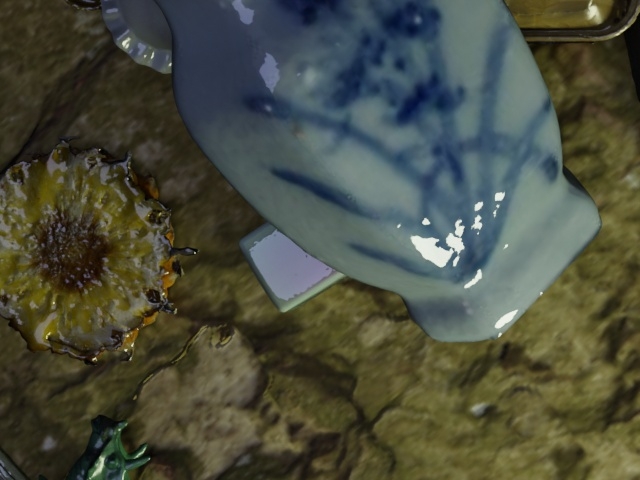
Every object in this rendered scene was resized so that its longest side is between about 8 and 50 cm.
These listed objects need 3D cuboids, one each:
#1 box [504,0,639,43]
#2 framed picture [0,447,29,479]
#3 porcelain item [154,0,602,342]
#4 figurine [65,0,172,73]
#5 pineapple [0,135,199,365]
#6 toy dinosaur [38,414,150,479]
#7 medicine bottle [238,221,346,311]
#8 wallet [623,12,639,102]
[{"bbox_3d":[0.166,-0.209,1.077,0.177,0.111,0.111,2,91,16],"label":"box"},{"bbox_3d":[-0.381,0.290,1.266,0.216,0.016,0.273,45,100,9],"label":"framed picture"},{"bbox_3d":[0.029,-0.116,0.984,0.242,0.178,0.405,-46,115,-10],"label":"porcelain item"},{"bbox_3d":[-0.079,-0.195,1.120,0.271,0.143,0.143,11,94,4],"label":"figurine"},{"bbox_3d":[-0.209,0.009,1.208,0.221,0.047,0.221,1,95,14],"label":"pineapple"},{"bbox_3d":[-0.206,0.296,1.185,0.120,0.079,0.292,15,93,-9],"label":"toy dinosaur"},{"bbox_3d":[0.000,0.000,1.147,0.118,0.055,0.074,-34,82,13],"label":"medicine bottle"},{"bbox_3d":[0.342,-0.142,0.963,0.044,0.321,0.170,-10,88,-31],"label":"wallet"}]
